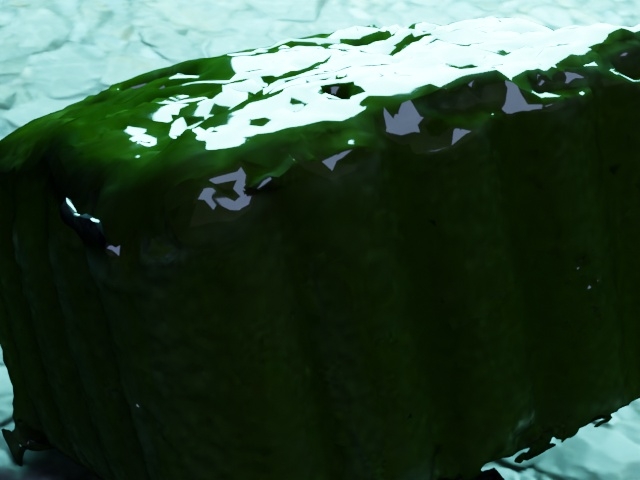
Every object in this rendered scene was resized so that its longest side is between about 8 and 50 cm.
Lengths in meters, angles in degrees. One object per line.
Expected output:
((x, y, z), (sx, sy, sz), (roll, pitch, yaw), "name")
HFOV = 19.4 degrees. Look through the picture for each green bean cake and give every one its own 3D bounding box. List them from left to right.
((0.000, 0.000, 0.753), (0.247, 0.156, 0.250), (-18, 16, -23), "green bean cake")

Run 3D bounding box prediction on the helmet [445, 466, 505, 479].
((0.031, 0.139, 0.699), (0.070, 0.098, 0.123), (-4, 28, 36), "helmet")
